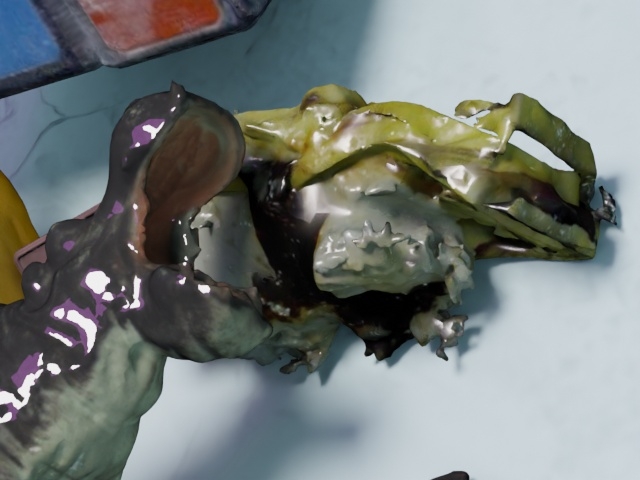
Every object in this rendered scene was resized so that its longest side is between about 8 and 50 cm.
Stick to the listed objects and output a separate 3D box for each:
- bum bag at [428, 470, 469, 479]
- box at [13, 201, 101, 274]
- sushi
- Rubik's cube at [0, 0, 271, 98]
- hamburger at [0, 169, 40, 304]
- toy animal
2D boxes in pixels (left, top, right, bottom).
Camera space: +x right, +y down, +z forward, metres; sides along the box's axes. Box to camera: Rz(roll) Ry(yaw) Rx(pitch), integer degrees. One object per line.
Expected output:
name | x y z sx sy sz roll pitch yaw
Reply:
bum bag | 0.021 0.153 0.861 0.124 0.034 0.058 -31 31 21
box | -0.130 0.009 1.073 0.084 0.060 0.063 -29 1 24
sushi | 0.000 -0.007 0.924 0.291 0.139 0.131 -8 64 36
Rubik's cube | -0.190 -0.311 1.090 0.359 0.362 0.363 -9 34 35
hamburger | -0.277 0.045 1.051 0.170 0.246 0.246 -22 48 22
toy animal | -0.145 0.086 0.863 0.343 0.106 0.168 -40 59 5
